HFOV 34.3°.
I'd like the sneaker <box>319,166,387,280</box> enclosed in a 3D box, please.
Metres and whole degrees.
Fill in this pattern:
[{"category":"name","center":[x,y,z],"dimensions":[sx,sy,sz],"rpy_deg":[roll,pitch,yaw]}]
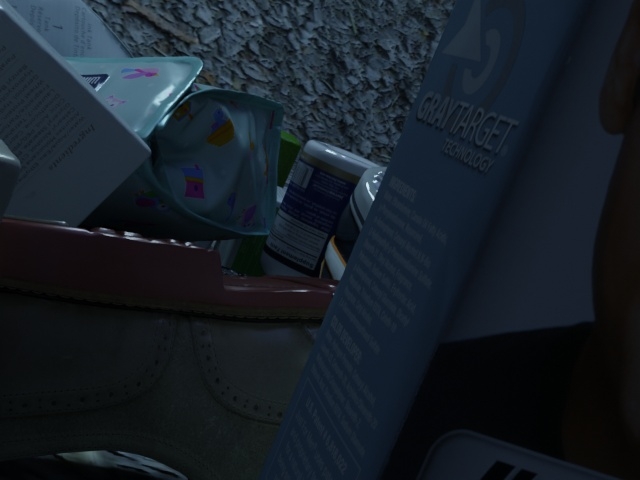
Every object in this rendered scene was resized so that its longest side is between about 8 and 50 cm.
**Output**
[{"category":"sneaker","center":[0.074,0.077,0.777],"dimensions":[0.126,0.127,0.321],"rpy_deg":[17,29,-18]}]

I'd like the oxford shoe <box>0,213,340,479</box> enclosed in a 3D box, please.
[{"category":"oxford shoe","center":[-0.020,0.080,0.550],"dimensions":[0.348,0.130,0.123],"rpy_deg":[13,-5,-22]}]

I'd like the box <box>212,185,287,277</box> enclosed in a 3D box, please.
[{"category":"box","center":[-0.054,-0.001,1.072],"dimensions":[0.087,0.101,0.102],"rpy_deg":[20,10,-16]}]

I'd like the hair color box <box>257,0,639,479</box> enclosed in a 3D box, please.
[{"category":"hair color box","center":[0.116,0.024,0.388],"dimensions":[0.185,0.375,0.113],"rpy_deg":[20,8,-17]}]

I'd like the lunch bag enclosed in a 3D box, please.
[{"category":"lunch bag","center":[-0.180,-0.079,0.910],"dimensions":[0.223,0.160,0.262],"rpy_deg":[5,1,21]}]

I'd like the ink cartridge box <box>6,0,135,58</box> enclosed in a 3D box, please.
[{"category":"ink cartridge box","center":[-0.318,-0.190,1.149],"dimensions":[0.308,0.091,0.385],"rpy_deg":[-6,-9,43]}]

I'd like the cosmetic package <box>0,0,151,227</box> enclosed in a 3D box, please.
[{"category":"cosmetic package","center":[-0.241,-0.085,0.672],"dimensions":[0.151,0.151,0.184],"rpy_deg":[44,-3,30]}]

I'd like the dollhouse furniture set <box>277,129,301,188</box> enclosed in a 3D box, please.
[{"category":"dollhouse furniture set","center":[-0.152,-0.100,1.278],"dimensions":[0.197,0.151,0.301],"rpy_deg":[21,8,-9]}]

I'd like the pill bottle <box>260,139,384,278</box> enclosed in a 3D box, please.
[{"category":"pill bottle","center":[0.000,0.000,0.967],"dimensions":[0.094,0.169,0.094],"rpy_deg":[22,9,-4]}]

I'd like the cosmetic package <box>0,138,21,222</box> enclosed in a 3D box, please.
[{"category":"cosmetic package","center":[-0.291,-0.020,0.393],"dimensions":[0.296,0.153,0.129],"rpy_deg":[13,14,-41]}]

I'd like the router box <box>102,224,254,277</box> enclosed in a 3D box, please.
[{"category":"router box","center":[-0.098,0.049,0.824],"dimensions":[0.178,0.046,0.133],"rpy_deg":[20,9,-13]}]

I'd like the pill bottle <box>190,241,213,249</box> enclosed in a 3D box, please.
[{"category":"pill bottle","center":[-0.168,-0.029,1.082],"dimensions":[0.116,0.065,0.065],"rpy_deg":[23,8,11]}]
